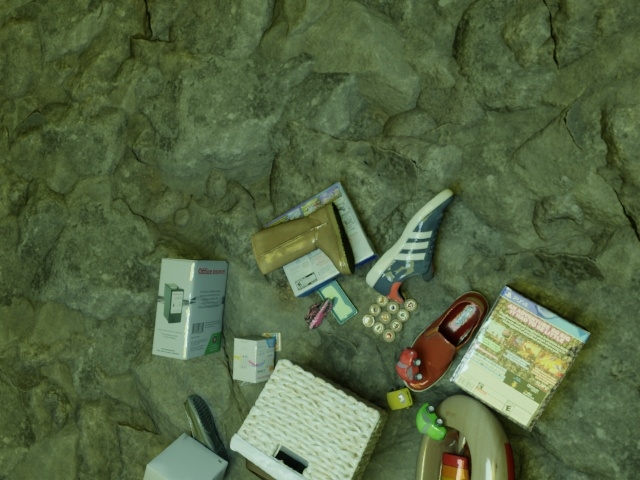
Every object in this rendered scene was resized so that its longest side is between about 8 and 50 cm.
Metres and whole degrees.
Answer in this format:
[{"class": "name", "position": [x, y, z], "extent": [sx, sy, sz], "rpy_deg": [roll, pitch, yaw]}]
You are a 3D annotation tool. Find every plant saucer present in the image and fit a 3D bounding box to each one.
[{"class": "plant saucer", "position": [0.032, 0.154, 1.818], "extent": [0.067, 0.018, 0.192], "rpy_deg": [-38, 76, 13]}, {"class": "plant saucer", "position": [-0.102, 0.685, 1.714], "extent": [0.277, 0.278, 0.041], "rpy_deg": [26, 66, 17]}]

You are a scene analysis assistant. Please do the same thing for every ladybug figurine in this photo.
[{"class": "ladybug figurine", "position": [0.380, 0.631, 1.570], "extent": [0.305, 0.161, 0.450], "rpy_deg": [-6, 72, 61]}]

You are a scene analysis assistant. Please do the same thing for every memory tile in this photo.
[{"class": "memory tile", "position": [0.199, 0.209, 1.764], "extent": [0.113, 0.012, 0.148], "rpy_deg": [36, 99, 16]}]

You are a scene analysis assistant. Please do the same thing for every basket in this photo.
[{"class": "basket", "position": [-0.008, 0.512, 1.645], "extent": [0.328, 0.331, 0.267], "rpy_deg": [26, 80, 17]}]

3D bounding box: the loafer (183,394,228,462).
[{"class": "loafer", "position": [-0.373, 0.606, 1.891], "extent": [0.087, 0.094, 0.251], "rpy_deg": [-26, 80, 11]}]

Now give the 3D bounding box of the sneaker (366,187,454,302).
[{"class": "sneaker", "position": [0.283, 0.023, 1.694], "extent": [0.148, 0.131, 0.350], "rpy_deg": [39, 105, 9]}]

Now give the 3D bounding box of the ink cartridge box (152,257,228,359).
[{"class": "ink cartridge box", "position": [-0.390, 0.199, 1.855], "extent": [0.121, 0.211, 0.290], "rpy_deg": [5, 88, 20]}]

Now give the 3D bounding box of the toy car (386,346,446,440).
[{"class": "toy car", "position": [0.250, 0.432, 1.613], "extent": [0.225, 0.053, 0.239], "rpy_deg": [56, 149, 40]}]

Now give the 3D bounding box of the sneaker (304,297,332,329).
[{"class": "sneaker", "position": [-0.010, 0.207, 1.810], "extent": [0.057, 0.047, 0.119], "rpy_deg": [49, 118, 30]}]

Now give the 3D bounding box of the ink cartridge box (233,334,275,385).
[{"class": "ink cartridge box", "position": [-0.200, 0.365, 1.836], "extent": [0.089, 0.092, 0.143], "rpy_deg": [0, 89, 34]}]

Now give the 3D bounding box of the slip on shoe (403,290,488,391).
[{"class": "slip on shoe", "position": [0.335, 0.279, 1.671], "extent": [0.123, 0.101, 0.331], "rpy_deg": [40, 101, 14]}]

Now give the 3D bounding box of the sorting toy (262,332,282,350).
[{"class": "sorting toy", "position": [-0.149, 0.325, 1.872], "extent": [0.061, 0.012, 0.083], "rpy_deg": [-4, 87, 18]}]

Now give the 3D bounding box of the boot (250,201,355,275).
[{"class": "boot", "position": [-0.050, 0.037, 1.739], "extent": [0.269, 0.089, 0.236], "rpy_deg": [-23, 61, 15]}]

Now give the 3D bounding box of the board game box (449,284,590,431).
[{"class": "board game box", "position": [0.514, 0.297, 1.589], "extent": [0.232, 0.141, 0.291], "rpy_deg": [31, 97, 17]}]

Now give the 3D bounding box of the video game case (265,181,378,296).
[{"class": "video game case", "position": [0.000, 0.000, 1.800], "extent": [0.269, 0.061, 0.244], "rpy_deg": [-29, 73, 15]}]

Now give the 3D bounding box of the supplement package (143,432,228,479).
[{"class": "supplement package", "position": [-0.422, 0.765, 1.815], "extent": [0.175, 0.177, 0.293], "rpy_deg": [27, 115, 17]}]
